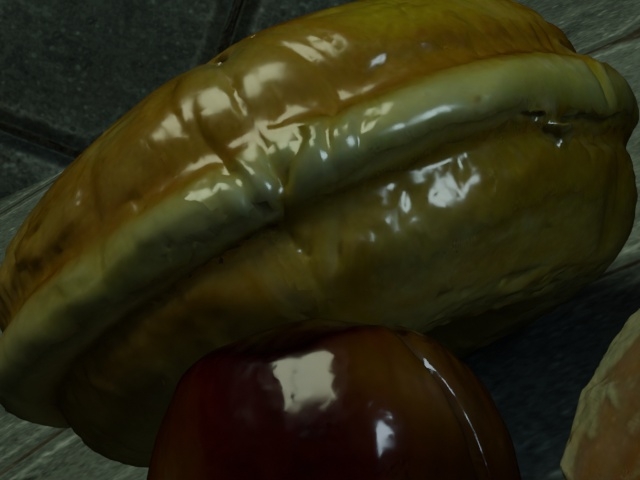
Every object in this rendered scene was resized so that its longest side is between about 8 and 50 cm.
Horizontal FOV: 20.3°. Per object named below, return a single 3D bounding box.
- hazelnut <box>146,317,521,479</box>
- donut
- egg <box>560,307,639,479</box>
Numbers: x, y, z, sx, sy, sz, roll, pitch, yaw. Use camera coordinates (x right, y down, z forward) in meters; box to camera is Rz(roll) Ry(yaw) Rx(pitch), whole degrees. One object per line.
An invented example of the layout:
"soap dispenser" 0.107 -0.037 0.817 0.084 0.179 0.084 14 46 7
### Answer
"hazelnut" 0.009 0.145 0.885 0.208 0.208 0.208 -25 15 7
"donut" 0.000 0.000 1.123 0.449 0.198 0.449 -26 -12 -6
"egg" 0.202 0.086 0.688 0.233 0.195 0.195 -31 15 -10
